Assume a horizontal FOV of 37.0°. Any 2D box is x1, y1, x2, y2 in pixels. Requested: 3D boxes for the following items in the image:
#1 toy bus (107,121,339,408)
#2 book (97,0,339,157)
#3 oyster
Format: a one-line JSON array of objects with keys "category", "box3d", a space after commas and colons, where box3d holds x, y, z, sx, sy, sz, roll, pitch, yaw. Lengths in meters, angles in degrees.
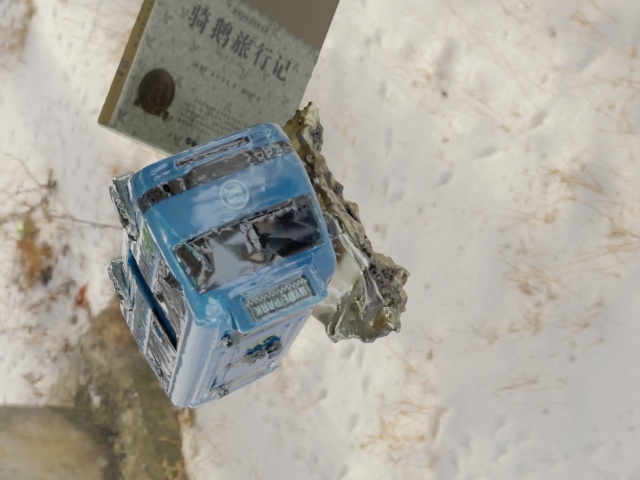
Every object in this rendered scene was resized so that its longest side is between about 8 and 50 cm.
[{"category": "toy bus", "box3d": [-0.071, 0.027, 0.671, 0.134, 0.113, 0.246, 62, 158, 15]}, {"category": "book", "box3d": [-0.067, -0.214, 0.885, 0.021, 0.217, 0.310, 20, 89, 39]}, {"category": "oyster", "box3d": [0.000, 0.000, 0.885, 0.214, 0.083, 0.223, 56, 155, -2]}]
